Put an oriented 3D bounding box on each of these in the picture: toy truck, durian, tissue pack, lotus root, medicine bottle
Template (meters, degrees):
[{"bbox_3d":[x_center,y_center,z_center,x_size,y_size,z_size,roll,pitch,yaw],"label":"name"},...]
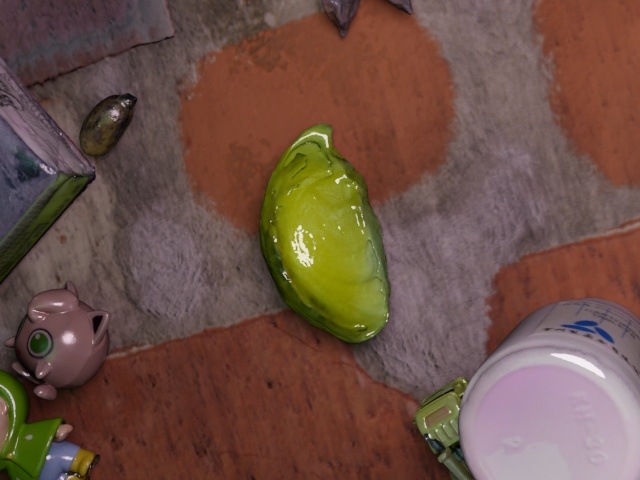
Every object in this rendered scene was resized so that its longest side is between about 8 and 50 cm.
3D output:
[{"bbox_3d":[0.171,0.242,1.136,0.077,0.100,0.169,-34,83,19],"label":"toy truck"},{"bbox_3d":[0.000,0.000,1.183,0.139,0.101,0.250,-22,87,-14],"label":"durian"},{"bbox_3d":[-0.521,-0.054,1.364,0.288,0.124,0.394,47,109,9],"label":"tissue pack"},{"bbox_3d":[-0.266,-0.148,1.292,0.049,0.054,0.099,39,110,-8],"label":"lotus root"},{"bbox_3d":[0.244,0.148,0.995,0.170,0.293,0.170,3,98,21],"label":"medicine bottle"}]

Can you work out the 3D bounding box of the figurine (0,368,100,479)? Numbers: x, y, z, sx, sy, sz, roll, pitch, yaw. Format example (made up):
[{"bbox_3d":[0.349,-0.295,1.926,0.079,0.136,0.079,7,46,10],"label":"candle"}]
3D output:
[{"bbox_3d":[-0.424,0.259,1.358,0.263,0.143,0.162,25,112,0],"label":"figurine"}]

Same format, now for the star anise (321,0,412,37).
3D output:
[{"bbox_3d":[0.052,-0.352,1.134,0.262,0.081,0.230,-33,73,23],"label":"star anise"}]

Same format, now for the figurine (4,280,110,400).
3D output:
[{"bbox_3d":[-0.330,0.127,1.308,0.125,0.125,0.138,31,91,16],"label":"figurine"}]
